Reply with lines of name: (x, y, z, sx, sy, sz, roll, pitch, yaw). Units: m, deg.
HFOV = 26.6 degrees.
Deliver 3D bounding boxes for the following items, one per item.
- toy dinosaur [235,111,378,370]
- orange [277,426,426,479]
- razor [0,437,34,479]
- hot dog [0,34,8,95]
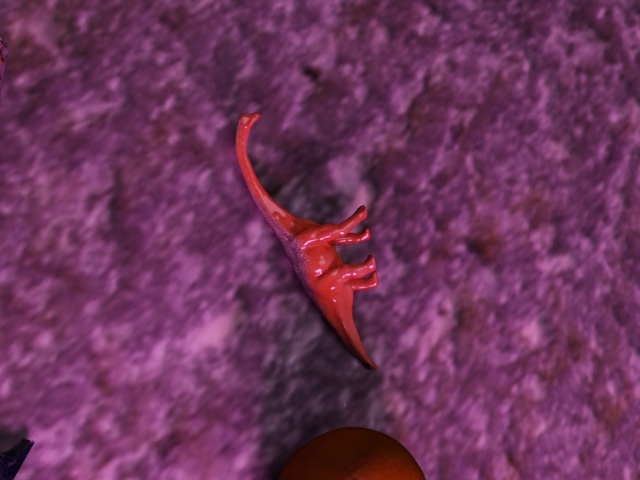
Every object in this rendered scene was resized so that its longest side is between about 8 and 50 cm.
toy dinosaur: (0.001, 0.000, 1.309, 0.101, 0.055, 0.280, -20, 92, -9)
orange: (0.026, 0.247, 1.233, 0.156, 0.124, 0.156, 2, 87, -44)
razor: (-0.325, 0.143, 1.108, 0.190, 0.033, 0.066, 36, 63, -17)
hot dog: (-0.324, -0.119, 1.151, 0.108, 0.059, 0.191, 16, 71, -24)
